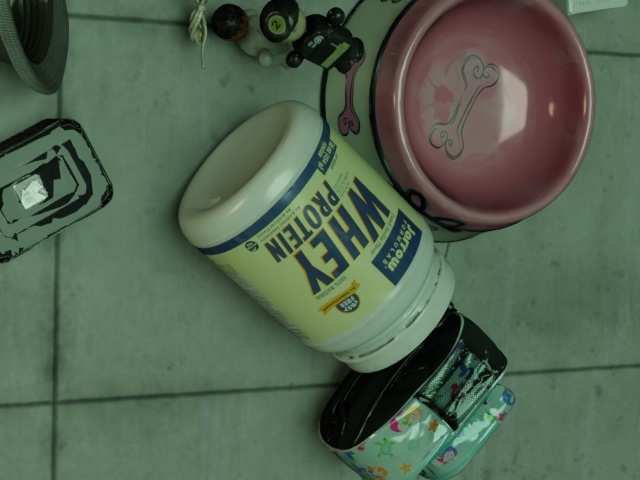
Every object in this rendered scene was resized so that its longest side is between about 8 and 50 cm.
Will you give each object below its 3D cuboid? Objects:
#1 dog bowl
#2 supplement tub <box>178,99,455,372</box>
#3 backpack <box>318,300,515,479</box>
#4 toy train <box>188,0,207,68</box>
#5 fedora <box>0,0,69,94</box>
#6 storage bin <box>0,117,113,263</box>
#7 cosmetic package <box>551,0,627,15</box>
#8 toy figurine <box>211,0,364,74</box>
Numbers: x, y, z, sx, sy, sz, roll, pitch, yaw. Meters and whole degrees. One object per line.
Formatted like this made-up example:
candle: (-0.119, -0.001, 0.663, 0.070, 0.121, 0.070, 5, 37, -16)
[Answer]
dog bowl: (0.214, -0.195, 1.899, 0.408, 0.150, 0.408, -3, 96, -27)
supplement tub: (0.000, 0.000, 1.759, 0.325, 0.235, 0.235, 43, 76, -23)
backpack: (0.126, 0.227, 1.854, 0.253, 0.225, 0.191, -46, 107, -12)
toy train: (-0.208, -0.350, 1.702, 0.143, 0.105, 0.248, 3, 94, -17)
fedora: (-0.393, -0.301, 1.565, 0.124, 0.275, 0.243, -3, 54, 5)
storage bin: (-0.364, -0.064, 1.652, 0.180, 0.084, 0.122, -32, 108, -22)
cosmetic package: (0.382, -0.457, 1.997, 0.117, 0.085, 0.231, -13, 102, -26)
toy figurine: (-0.034, -0.328, 1.725, 0.148, 0.209, 0.213, 20, 86, -38)
